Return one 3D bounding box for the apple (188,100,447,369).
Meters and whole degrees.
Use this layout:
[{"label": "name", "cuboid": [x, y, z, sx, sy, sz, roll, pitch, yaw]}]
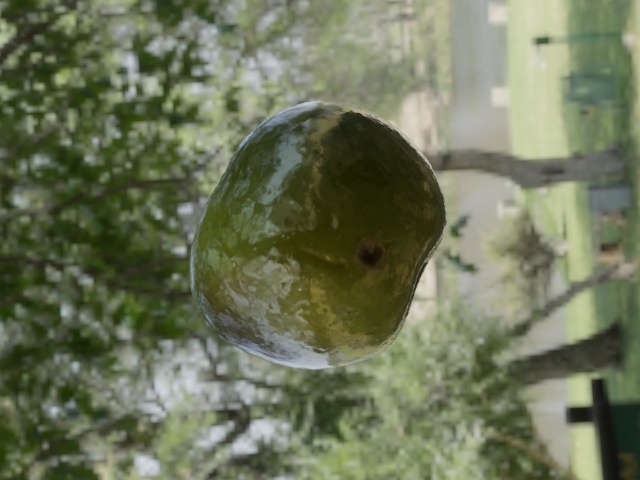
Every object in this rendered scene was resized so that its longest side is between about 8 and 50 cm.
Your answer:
[{"label": "apple", "cuboid": [0.000, 0.000, 1.020, 0.196, 0.157, 0.196, -63, -7, -13]}]
